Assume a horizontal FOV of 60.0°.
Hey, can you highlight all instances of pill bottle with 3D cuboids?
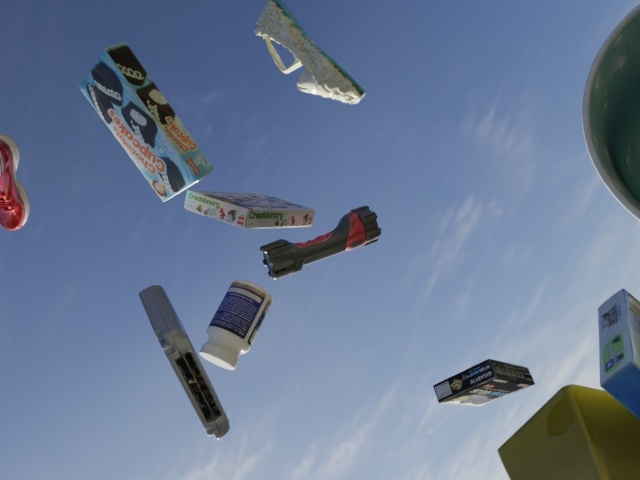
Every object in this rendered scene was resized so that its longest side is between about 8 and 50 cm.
[{"bbox_3d":[-0.272,0.270,1.779,0.264,0.153,0.153,-64,-34,-27],"label":"pill bottle"}]

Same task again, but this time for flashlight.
[{"bbox_3d":[0.000,0.000,1.398,0.304,0.103,0.103,-18,-79,-18],"label":"flashlight"}]

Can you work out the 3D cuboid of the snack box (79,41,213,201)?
[{"bbox_3d":[-0.391,-0.252,1.238,0.060,0.187,0.322,-44,-74,-37],"label":"snack box"}]

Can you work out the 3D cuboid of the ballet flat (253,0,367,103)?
[{"bbox_3d":[-0.039,-0.493,1.534,0.147,0.409,0.147,-35,-17,-12],"label":"ballet flat"}]

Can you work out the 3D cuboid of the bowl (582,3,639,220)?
[{"bbox_3d":[0.446,-0.116,0.603,0.311,0.311,0.163,-58,-22,0],"label":"bowl"}]

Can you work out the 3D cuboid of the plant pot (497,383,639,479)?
[{"bbox_3d":[0.427,0.365,0.822,0.212,0.187,0.212,13,-51,-12],"label":"plant pot"}]

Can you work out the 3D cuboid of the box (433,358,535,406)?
[{"bbox_3d":[0.425,0.374,1.438,0.175,0.051,0.220,-36,-38,31],"label":"box"}]

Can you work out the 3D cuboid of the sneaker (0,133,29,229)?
[{"bbox_3d":[-0.674,-0.097,1.139,0.087,0.128,0.221,4,-58,-2],"label":"sneaker"}]

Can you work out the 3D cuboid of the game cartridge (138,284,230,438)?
[{"bbox_3d":[-0.269,0.234,1.096,0.060,0.196,0.294,-28,-53,-20],"label":"game cartridge"}]

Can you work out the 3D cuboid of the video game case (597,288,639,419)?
[{"bbox_3d":[0.522,0.219,0.789,0.061,0.269,0.244,-53,-8,31],"label":"video game case"}]

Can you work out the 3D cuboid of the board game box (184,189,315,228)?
[{"bbox_3d":[-0.173,-0.080,1.432,0.305,0.193,0.053,-5,-70,-60],"label":"board game box"}]
